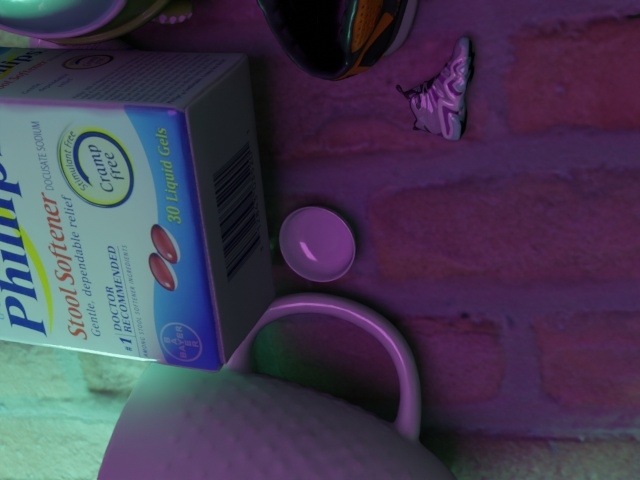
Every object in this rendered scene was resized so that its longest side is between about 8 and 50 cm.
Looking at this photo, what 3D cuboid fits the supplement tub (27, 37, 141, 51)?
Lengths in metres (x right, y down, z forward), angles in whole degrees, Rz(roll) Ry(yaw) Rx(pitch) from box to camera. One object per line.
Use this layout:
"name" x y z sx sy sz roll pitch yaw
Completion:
"supplement tub" -0.237 -0.184 0.997 0.107 0.071 0.071 31 119 8

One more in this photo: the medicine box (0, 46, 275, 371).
"medicine box" -0.210 -0.036 0.933 0.289 0.149 0.264 5 119 19

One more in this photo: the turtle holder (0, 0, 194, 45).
"turtle holder" -0.266 -0.308 0.842 0.320 0.227 0.243 27 100 15

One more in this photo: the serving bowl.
"serving bowl" 0.000 0.000 1.005 0.083 0.027 0.083 8 114 18

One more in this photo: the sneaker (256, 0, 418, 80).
"sneaker" 0.031 -0.282 0.787 0.124 0.180 0.321 9 114 18

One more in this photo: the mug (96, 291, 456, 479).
"mug" -0.026 0.239 1.001 0.328 0.276 0.374 13 86 7

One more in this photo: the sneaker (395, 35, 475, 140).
"sneaker" 0.103 -0.143 0.898 0.069 0.038 0.098 12 115 16
